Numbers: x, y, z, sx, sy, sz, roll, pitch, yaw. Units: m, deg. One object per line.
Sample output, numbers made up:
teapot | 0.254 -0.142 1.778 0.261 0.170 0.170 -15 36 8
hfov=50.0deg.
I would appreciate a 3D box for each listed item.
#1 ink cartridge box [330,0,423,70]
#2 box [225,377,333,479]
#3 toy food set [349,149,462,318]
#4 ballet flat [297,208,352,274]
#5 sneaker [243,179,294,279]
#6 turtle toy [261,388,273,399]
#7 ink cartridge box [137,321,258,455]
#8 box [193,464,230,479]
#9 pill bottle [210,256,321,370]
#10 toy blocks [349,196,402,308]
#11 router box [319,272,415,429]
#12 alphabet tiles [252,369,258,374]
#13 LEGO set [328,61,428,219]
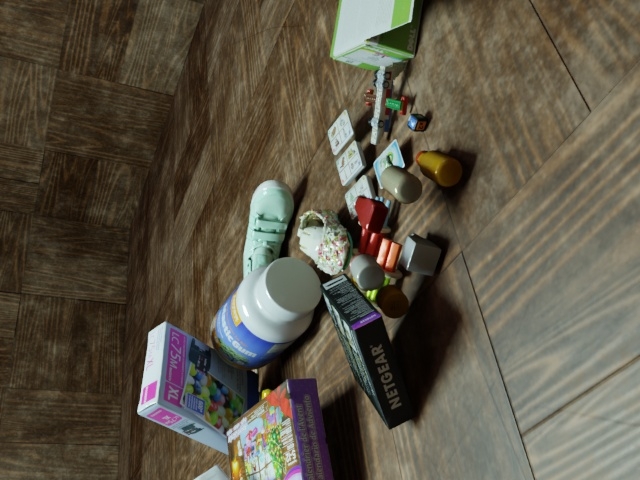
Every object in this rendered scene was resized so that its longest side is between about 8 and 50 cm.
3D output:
ink cartridge box | 0.122 -0.385 1.067 0.255 0.097 0.188 8 89 65
box | -0.075 0.371 1.145 0.293 0.057 0.201 -48 47 50
toy food set | 0.102 -0.019 0.955 0.104 0.111 0.232 -121 45 -70
ballet flat | 0.000 0.000 1.155 0.241 0.077 0.091 -115 38 -77
sneaker | -0.108 0.004 1.450 0.151 0.094 0.256 -97 17 -45
turtle toy | -0.064 0.327 1.263 0.130 0.066 0.095 177 94 -65
ink cartridge box | -0.211 0.308 1.351 0.065 0.311 0.185 -31 40 23
box | -0.145 0.556 1.175 0.232 0.058 0.322 42 139 25
pill bottle | -0.104 0.139 1.319 0.272 0.152 0.152 131 141 -52
toy blocks | 0.089 0.015 1.042 0.123 0.054 0.148 -138 61 -64
router box | 0.064 0.151 0.945 0.133 0.046 0.179 50 162 61
alphabet tiles | -0.190 0.356 1.622 0.237 0.009 0.198 142 132 -59
LEGO set | 0.100 -0.168 1.128 0.244 0.060 0.182 -47 52 55
